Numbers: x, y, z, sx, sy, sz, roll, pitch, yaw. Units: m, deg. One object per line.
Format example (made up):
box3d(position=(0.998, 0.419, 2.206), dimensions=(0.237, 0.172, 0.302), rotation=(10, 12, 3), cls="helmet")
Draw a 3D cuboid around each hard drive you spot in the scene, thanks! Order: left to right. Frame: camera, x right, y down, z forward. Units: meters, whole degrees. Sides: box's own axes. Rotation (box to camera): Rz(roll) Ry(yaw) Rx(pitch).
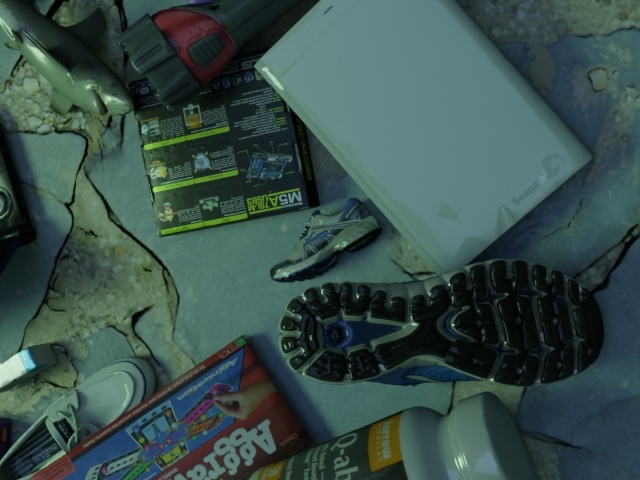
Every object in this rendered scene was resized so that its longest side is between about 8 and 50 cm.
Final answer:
box3d(position=(0.105, -0.136, 1.249), dimensions=(0.203, 0.040, 0.307), rotation=(-42, 87, 16), cls="hard drive")

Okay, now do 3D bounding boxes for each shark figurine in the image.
box3d(position=(-0.309, -0.255, 1.376), dimensions=(0.116, 0.166, 0.278), rotation=(-45, 101, -22), cls="shark figurine")

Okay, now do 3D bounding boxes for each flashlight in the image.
box3d(position=(-0.069, -0.264, 1.278), dimensions=(0.304, 0.103, 0.103), rotation=(-37, 81, 0), cls="flashlight")

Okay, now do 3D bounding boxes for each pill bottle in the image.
box3d(position=(0.072, 0.266, 1.232), dimensions=(0.278, 0.162, 0.162), rotation=(-26, 83, 18), cls="pill bottle")

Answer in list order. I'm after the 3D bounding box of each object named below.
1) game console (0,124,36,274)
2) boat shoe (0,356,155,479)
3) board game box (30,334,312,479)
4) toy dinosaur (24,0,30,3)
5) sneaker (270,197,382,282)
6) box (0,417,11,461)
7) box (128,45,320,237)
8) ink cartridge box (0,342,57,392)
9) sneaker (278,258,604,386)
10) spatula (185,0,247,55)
box3d(position=(-0.511, 0.004, 1.427), dimensions=(0.293, 0.173, 0.250), rotation=(-20, 85, 18), cls="game console")
box3d(position=(-0.287, 0.223, 1.404), dimensions=(0.226, 0.076, 0.083), rotation=(-44, 78, 15), cls="boat shoe")
box3d(position=(-0.164, 0.244, 1.331), dimensions=(0.281, 0.027, 0.145), rotation=(-34, 81, -6), cls="board game box")
box3d(position=(-0.370, -0.283, 1.443), dimensions=(0.183, 0.053, 0.092), rotation=(-46, 62, 7), cls="toy dinosaur")
box3d(position=(0.000, 0.000, 1.316), dimensions=(0.135, 0.052, 0.058), rotation=(-30, 72, 10), cls="sneaker")
box3d(position=(-0.488, 0.359, 1.489), dimensions=(0.201, 0.057, 0.293), rotation=(4, 93, 19), cls="box")
box3d(position=(-0.109, -0.109, 1.346), dimensions=(0.190, 0.045, 0.184), rotation=(-11, 93, 19), cls="box")
box3d(position=(-0.366, 0.156, 1.444), dimensions=(0.083, 0.048, 0.028), rotation=(-30, 82, 17), cls="ink cartridge box")
box3d(position=(0.124, 0.087, 1.233), dimensions=(0.330, 0.147, 0.130), rotation=(0, 85, 1), cls="sneaker")
box3d(position=(-0.060, -0.316, 1.330), dimensions=(0.084, 0.030, 0.296), rotation=(37, 101, -3), cls="spatula")
